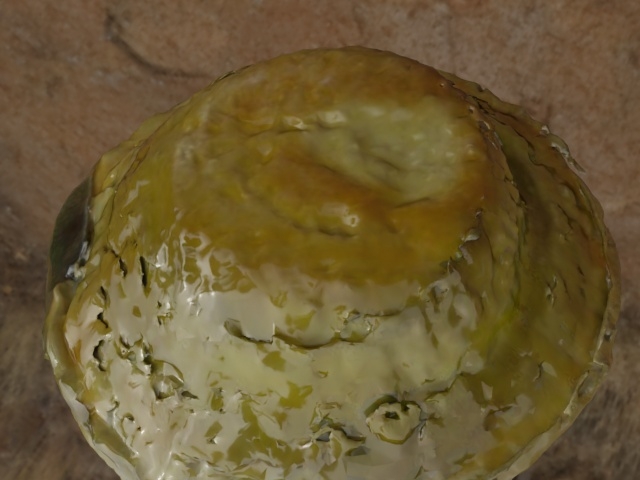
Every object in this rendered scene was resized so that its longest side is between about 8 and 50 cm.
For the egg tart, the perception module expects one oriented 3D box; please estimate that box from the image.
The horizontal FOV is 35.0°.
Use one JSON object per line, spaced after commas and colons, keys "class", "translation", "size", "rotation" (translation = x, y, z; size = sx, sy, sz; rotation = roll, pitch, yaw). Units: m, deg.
{"class": "egg tart", "translation": [0.000, 0.000, 0.737], "size": [0.443, 0.443, 0.178], "rotation": [19, 147, 20]}
